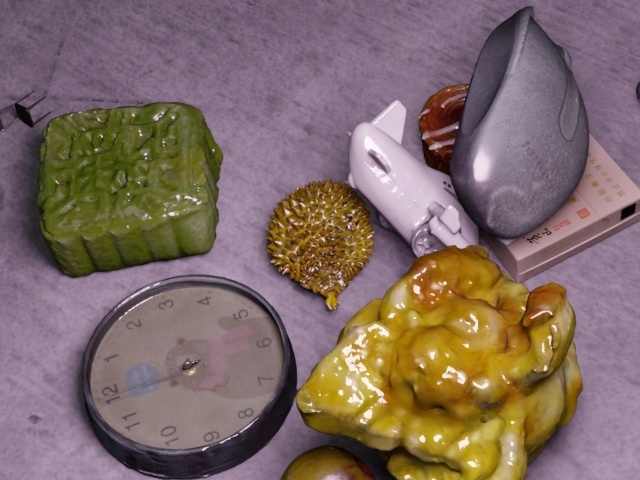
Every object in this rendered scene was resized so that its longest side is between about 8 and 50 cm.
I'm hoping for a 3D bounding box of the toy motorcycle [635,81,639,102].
[{"bbox_3d":[0.558,-0.194,2.086,0.225,0.073,0.152,32,62,24],"label":"toy motorcycle"}]

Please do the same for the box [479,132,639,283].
[{"bbox_3d":[0.310,-0.047,2.017,0.201,0.058,0.141,-27,55,-13],"label":"box"}]

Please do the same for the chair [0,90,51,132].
[{"bbox_3d":[-0.440,-0.183,2.220,0.086,0.037,0.042,-36,47,-23],"label":"chair"}]

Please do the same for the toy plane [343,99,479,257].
[{"bbox_3d":[0.122,-0.056,1.946,0.118,0.252,0.252,-40,58,-1],"label":"toy plane"}]

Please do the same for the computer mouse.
[{"bbox_3d":[0.275,-0.157,1.940,0.114,0.203,0.374,-16,38,36],"label":"computer mouse"}]

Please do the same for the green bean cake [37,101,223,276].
[{"bbox_3d":[-0.257,-0.076,2.065,0.248,0.125,0.222,-7,53,2],"label":"green bean cake"}]

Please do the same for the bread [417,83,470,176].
[{"bbox_3d":[0.216,-0.147,2.093,0.160,0.073,0.160,-5,51,6],"label":"bread"}]

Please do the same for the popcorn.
[{"bbox_3d":[0.155,0.183,1.740,0.321,0.290,0.326,-26,56,2],"label":"popcorn"}]

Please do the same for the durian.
[{"bbox_3d":[0.000,0.000,1.997,0.146,0.102,0.208,-4,57,-3],"label":"durian"}]

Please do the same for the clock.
[{"bbox_3d":[-0.169,0.166,1.921,0.280,0.055,0.281,-3,54,4],"label":"clock"}]

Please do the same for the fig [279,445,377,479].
[{"bbox_3d":[-0.028,0.346,1.761,0.124,0.124,0.236,41,92,30],"label":"fig"}]
